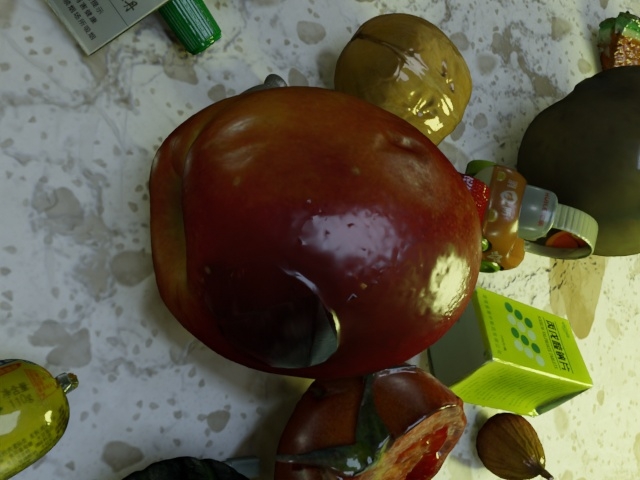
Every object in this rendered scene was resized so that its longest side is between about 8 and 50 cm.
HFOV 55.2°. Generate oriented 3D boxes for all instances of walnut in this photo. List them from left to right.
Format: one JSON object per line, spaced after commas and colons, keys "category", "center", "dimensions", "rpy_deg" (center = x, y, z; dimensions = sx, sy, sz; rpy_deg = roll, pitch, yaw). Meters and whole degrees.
{"category": "walnut", "center": [0.128, -0.242, 0.948], "dimensions": [0.226, 0.193, 0.193], "rpy_deg": [26, 73, -32]}

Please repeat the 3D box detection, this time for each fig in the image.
{"category": "fig", "center": [0.343, 0.353, 1.052], "dimensions": [0.119, 0.153, 0.119], "rpy_deg": [10, 69, -28]}

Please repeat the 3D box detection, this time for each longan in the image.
{"category": "longan", "center": [0.542, -0.150, 1.121], "dimensions": [0.361, 0.361, 0.360], "rpy_deg": [3, 84, -32]}

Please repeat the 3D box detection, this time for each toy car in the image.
{"category": "toy car", "center": [0.343, -0.027, 1.018], "dimensions": [0.235, 0.235, 0.145], "rpy_deg": [25, 73, -28]}

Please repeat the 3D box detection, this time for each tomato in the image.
{"category": "tomato", "center": [0.044, 0.270, 0.839], "dimensions": [0.309, 0.309, 0.170], "rpy_deg": [-10, 49, -33]}

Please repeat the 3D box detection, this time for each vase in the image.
{"category": "vase", "center": [-0.090, -0.195, 0.877], "dimensions": [0.100, 0.053, 0.053], "rpy_deg": [-47, 110, -30]}

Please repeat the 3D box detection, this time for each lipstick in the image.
{"category": "lipstick", "center": [-0.135, 0.309, 0.823], "dimensions": [0.107, 0.025, 0.025], "rpy_deg": [4, 84, -27]}

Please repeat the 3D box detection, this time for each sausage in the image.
{"category": "sausage", "center": [-0.406, 0.221, 0.599], "dimensions": [0.347, 0.123, 0.123], "rpy_deg": [-28, 101, -31]}

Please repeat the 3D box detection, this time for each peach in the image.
{"category": "peach", "center": [-0.013, 0.003, 0.717], "dimensions": [0.406, 0.335, 0.310], "rpy_deg": [24, 31, -12]}

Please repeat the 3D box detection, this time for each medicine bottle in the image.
{"category": "medicine bottle", "center": [-0.233, -0.384, 0.785], "dimensions": [0.111, 0.076, 0.309], "rpy_deg": [-32, 111, 5]}
{"category": "medicine bottle", "center": [0.312, 0.191, 1.028], "dimensions": [0.250, 0.141, 0.137], "rpy_deg": [19, 43, -27]}

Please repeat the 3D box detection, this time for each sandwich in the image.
{"category": "sandwich", "center": [0.671, -0.395, 1.355], "dimensions": [0.185, 0.109, 0.160], "rpy_deg": [29, 91, -29]}

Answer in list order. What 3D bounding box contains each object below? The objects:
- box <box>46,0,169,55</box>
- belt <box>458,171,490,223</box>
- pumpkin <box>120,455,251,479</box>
{"category": "box", "center": [-0.238, -0.327, 0.747], "dimensions": [0.198, 0.029, 0.109], "rpy_deg": [-33, 110, 4]}
{"category": "belt", "center": [0.146, -0.037, 0.933], "dimensions": [0.128, 0.201, 0.124], "rpy_deg": [36, 68, -53]}
{"category": "pumpkin", "center": [-0.161, 0.380, 0.694], "dimensions": [0.250, 0.216, 0.249], "rpy_deg": [-14, 119, -26]}
